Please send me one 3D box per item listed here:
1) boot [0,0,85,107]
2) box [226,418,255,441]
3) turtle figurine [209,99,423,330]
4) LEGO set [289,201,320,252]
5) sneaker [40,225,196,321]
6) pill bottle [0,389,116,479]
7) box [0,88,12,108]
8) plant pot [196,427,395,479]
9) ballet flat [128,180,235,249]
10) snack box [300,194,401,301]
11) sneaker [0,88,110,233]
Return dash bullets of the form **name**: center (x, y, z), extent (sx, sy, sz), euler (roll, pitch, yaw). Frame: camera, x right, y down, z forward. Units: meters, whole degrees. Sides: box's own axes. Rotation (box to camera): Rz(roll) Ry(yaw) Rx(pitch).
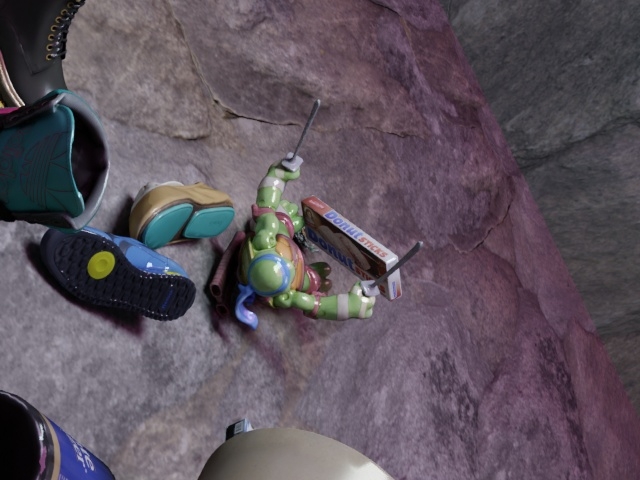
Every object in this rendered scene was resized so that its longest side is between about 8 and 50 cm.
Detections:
- **boot**: center (-0.251, -0.196, 1.668), extent (0.198, 0.137, 0.077), euler (59, 21, -17)
- **box**: center (-0.071, 0.275, 1.914), extent (0.094, 0.027, 0.137), euler (51, 25, -31)
- **turtle figurine**: center (0.000, 0.000, 2.107), extent (0.198, 0.274, 0.266), euler (31, 0, -3)
- **LEGO set**: center (-0.032, -0.014, 2.360), extent (0.083, 0.023, 0.054), euler (60, 14, 26)
- **sneaker**: center (-0.221, 0.024, 1.799), extent (0.209, 0.069, 0.082), euler (25, 10, -48)
- **pill bottle**: center (-0.235, 0.212, 1.419), extent (0.219, 0.123, 0.122), euler (57, 18, -60)
- **box**: center (-0.339, -0.133, 1.669), extent (0.100, 0.060, 0.244), euler (48, 27, -40)
- **plant pot**: center (-0.059, 0.355, 1.594), extent (0.256, 0.256, 0.274), euler (59, 37, -17)
- **ballet flat**: center (-0.174, -0.033, 1.977), extent (0.073, 0.080, 0.232), euler (40, 13, 14)
- **snack box**: center (0.038, 0.008, 2.194), extent (0.178, 0.022, 0.064), euler (37, -33, 42)
- **sneaker**: center (-0.284, -0.056, 1.457), extent (0.295, 0.178, 0.123), euler (-19, 105, -51)
